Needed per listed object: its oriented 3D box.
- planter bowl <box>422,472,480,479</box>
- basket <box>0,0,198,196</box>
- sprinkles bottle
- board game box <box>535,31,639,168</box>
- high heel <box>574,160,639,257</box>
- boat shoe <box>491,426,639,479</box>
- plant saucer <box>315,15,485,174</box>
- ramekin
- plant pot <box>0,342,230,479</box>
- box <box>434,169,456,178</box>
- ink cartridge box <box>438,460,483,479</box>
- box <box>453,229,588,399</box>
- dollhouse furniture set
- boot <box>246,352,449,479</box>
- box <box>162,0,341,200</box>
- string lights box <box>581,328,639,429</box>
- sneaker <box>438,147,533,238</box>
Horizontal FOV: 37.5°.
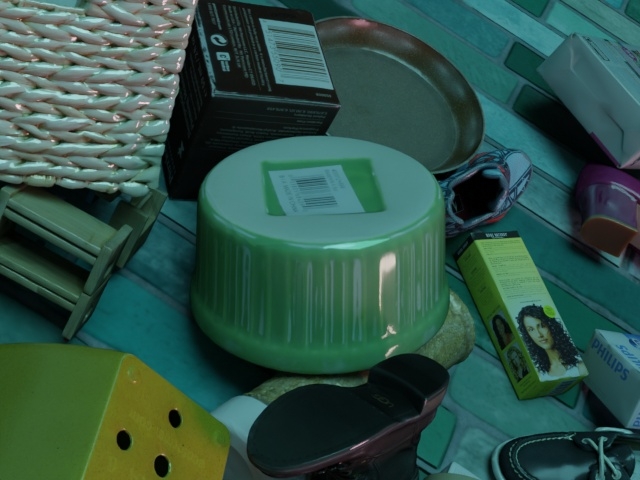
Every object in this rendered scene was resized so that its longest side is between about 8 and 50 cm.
[{"bbox_3d":[0.132,0.298,0.924,0.162,0.162,0.109,27,55,-6],"label":"planter bowl"},{"bbox_3d":[-0.329,-0.238,1.027,0.329,0.266,0.331,5,24,-23],"label":"basket"},{"bbox_3d":[0.028,0.165,1.058,0.355,0.121,0.121,-29,71,-40],"label":"sprinkles bottle"},{"bbox_3d":[0.525,-0.227,1.575,0.303,0.097,0.224,-5,56,-48],"label":"board game box"},{"bbox_3d":[0.569,-0.002,1.464,0.377,0.127,0.181,30,40,-8],"label":"high heel"},{"bbox_3d":[0.357,0.277,1.154,0.303,0.091,0.114,8,52,-22],"label":"boat shoe"},{"bbox_3d":[0.089,-0.202,1.364,0.311,0.050,0.310,14,49,-16],"label":"plant saucer"},{"bbox_3d":[0.000,0.000,1.067,0.304,0.148,0.303,1,31,0],"label":"ramekin"},{"bbox_3d":[-0.201,0.208,0.807,0.212,0.187,0.212,47,37,-34],"label":"plant pot"},{"bbox_3d":[0.114,-0.166,1.410,0.191,0.045,0.184,-16,65,-35],"label":"box"},{"bbox_3d":[0.191,0.342,1.041,0.180,0.060,0.104,34,48,2],"label":"ink cartridge box"},{"bbox_3d":[0.267,0.096,1.274,0.087,0.058,0.232,-4,56,-29],"label":"box"},{"bbox_3d":[-0.279,-0.003,1.054,0.129,0.129,0.183,29,23,-2],"label":"dollhouse furniture set"},{"bbox_3d":[0.028,0.245,0.928,0.263,0.228,0.091,-13,35,-40],"label":"boot"},{"bbox_3d":[-0.100,-0.172,1.199,0.167,0.203,0.168,1,54,-26],"label":"box"},{"bbox_3d":[0.494,0.195,1.263,0.260,0.076,0.133,10,22,-20],"label":"string lights box"},{"bbox_3d":[0.231,-0.063,1.322,0.262,0.125,0.104,-30,99,-35],"label":"sneaker"}]
